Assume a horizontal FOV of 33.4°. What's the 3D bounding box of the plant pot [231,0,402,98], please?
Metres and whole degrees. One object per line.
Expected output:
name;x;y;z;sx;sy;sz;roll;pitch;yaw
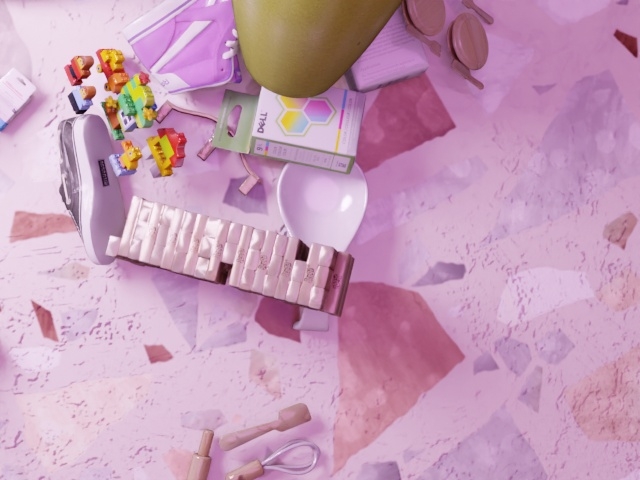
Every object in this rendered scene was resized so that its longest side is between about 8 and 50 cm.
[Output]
plant pot;-0.009;-0.340;1.416;0.275;0.293;0.274;8;51;-10

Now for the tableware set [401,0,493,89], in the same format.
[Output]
tableware set;0.181;-0.318;1.583;0.194;0.039;0.128;28;65;-39

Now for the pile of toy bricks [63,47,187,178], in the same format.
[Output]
pile of toy bricks;-0.268;-0.195;1.501;0.118;0.105;0.212;-13;74;-49

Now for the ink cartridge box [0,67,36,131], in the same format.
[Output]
ink cartridge box;-0.455;-0.205;1.549;0.048;0.028;0.083;43;86;-6

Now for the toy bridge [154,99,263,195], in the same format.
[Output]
toy bridge;-0.158;-0.146;1.587;0.188;0.026;0.063;40;85;-5

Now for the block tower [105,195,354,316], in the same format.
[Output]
block tower;-0.127;0.021;1.513;0.335;0.091;0.097;13;83;11

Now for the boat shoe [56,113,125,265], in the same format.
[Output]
boat shoe;-0.338;-0.072;1.548;0.070;0.078;0.219;-5;91;30

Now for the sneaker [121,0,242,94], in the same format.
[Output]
sneaker;-0.132;-0.322;1.562;0.282;0.102;0.161;-35;102;1

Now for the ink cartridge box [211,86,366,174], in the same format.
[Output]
ink cartridge box;-0.045;-0.175;1.556;0.209;0.062;0.109;11;64;-2

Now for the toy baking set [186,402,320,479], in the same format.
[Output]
toy baking set;-0.105;0.361;1.599;0.197;0.030;0.256;10;90;-10

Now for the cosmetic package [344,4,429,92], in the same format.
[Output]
cosmetic package;0.067;-0.343;1.586;0.117;0.085;0.231;-18;91;-7

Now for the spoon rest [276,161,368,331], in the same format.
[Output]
spoon rest;0.000;0.000;1.580;0.137;0.084;0.276;3;91;-7
